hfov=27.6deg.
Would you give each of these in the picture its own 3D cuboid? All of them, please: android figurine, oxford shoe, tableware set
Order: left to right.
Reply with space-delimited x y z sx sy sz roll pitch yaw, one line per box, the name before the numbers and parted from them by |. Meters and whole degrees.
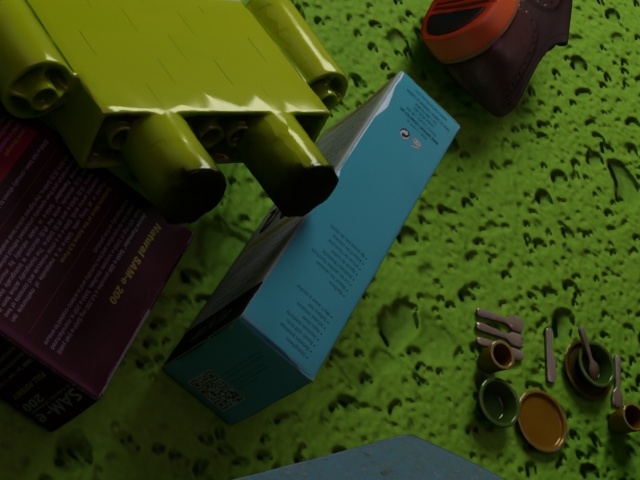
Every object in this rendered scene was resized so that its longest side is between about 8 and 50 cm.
android figurine | -0.104 -0.120 0.808 0.248 0.056 0.273 -3 47 -39
oxford shoe | 0.169 -0.212 1.095 0.098 0.097 0.271 54 50 -27
tableware set | 0.178 0.109 0.970 0.154 0.024 0.104 20 58 -27

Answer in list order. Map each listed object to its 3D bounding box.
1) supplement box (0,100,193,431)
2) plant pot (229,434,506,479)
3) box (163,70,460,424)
supplement box | -0.205 -0.016 0.730 0.239 0.073 0.130 38 51 -13
plant pot | 0.023 0.248 0.660 0.248 0.247 0.252 -8 54 -37
box | 0.000 0.000 0.848 0.060 0.100 0.244 42 51 -12
